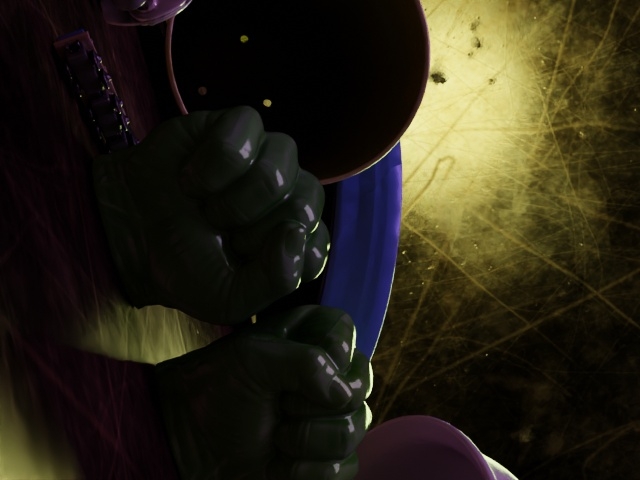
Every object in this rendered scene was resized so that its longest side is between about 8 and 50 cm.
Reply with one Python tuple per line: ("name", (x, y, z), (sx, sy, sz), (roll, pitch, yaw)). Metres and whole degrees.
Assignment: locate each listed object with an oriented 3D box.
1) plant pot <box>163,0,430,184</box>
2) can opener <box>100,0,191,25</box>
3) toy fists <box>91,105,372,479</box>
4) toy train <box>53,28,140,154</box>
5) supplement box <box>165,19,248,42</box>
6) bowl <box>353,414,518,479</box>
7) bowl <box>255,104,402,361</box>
("plant pot", (-0.056, -0.193, 1.742), (0.293, 0.275, 0.275), (-177, -108, -75))
("can opener", (-0.171, -0.302, 1.338), (0.095, 0.076, 0.283), (75, 0, -63))
("toy fists", (-0.049, 0.049, 1.060), (0.096, 0.142, 0.279), (-100, 174, -77))
("toy train", (-0.146, -0.094, 1.069), (0.158, 0.027, 0.036), (74, -2, -62))
("supplement box", (-0.116, -0.372, 1.905), (0.356, 0.195, 0.194), (74, 1, -68))
("bowl", (0.102, 0.300, 1.298), (0.298, 0.134, 0.298), (-34, -133, 45))
("bowl", (0.000, 0.000, 1.926), (0.391, 0.077, 0.391), (-172, -90, -75))
